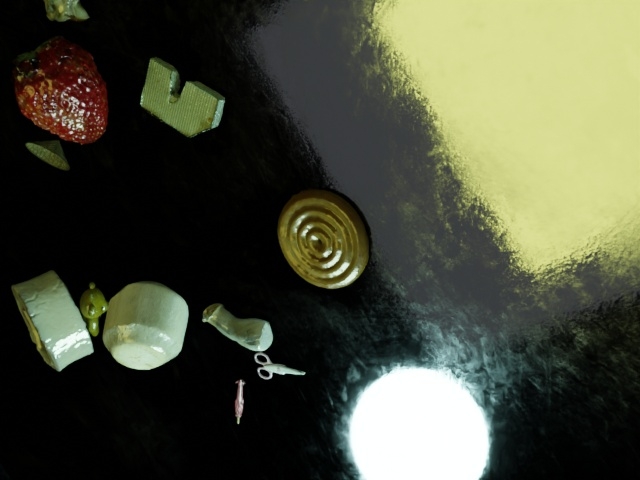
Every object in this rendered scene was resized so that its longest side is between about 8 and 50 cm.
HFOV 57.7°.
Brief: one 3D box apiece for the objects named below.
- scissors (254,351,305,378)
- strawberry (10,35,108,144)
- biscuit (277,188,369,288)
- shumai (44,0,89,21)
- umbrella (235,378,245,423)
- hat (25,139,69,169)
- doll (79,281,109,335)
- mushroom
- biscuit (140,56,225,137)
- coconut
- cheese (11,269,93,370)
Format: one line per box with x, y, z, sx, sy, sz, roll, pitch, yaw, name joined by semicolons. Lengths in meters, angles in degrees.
-0.118;0.368;1.666;0.176;0.022;0.086;2;107;35;scissors
-0.705;-0.402;1.612;0.238;0.250;0.289;-27;120;4;strawberry
-0.001;0.000;1.432;0.261;0.037;0.262;13;116;28;biscuit
-0.683;-0.653;1.525;0.209;0.161;0.153;25;119;1;shumai
-0.251;0.498;1.802;0.027;0.025;0.166;29;121;42;umbrella
-0.848;-0.292;1.841;0.145;0.067;0.146;20;160;8;hat
-0.780;0.246;2.011;0.210;0.097;0.137;114;142;-49;doll
-0.239;0.245;1.659;0.223;0.081;0.092;20;137;27;mushroom
-0.359;-0.360;1.506;0.249;0.046;0.147;32;122;19;biscuit
-0.522;0.240;1.745;0.237;0.266;0.238;1;144;1;coconut
-0.929;0.279;2.019;0.292;0.153;0.333;-19;95;58;cheese
